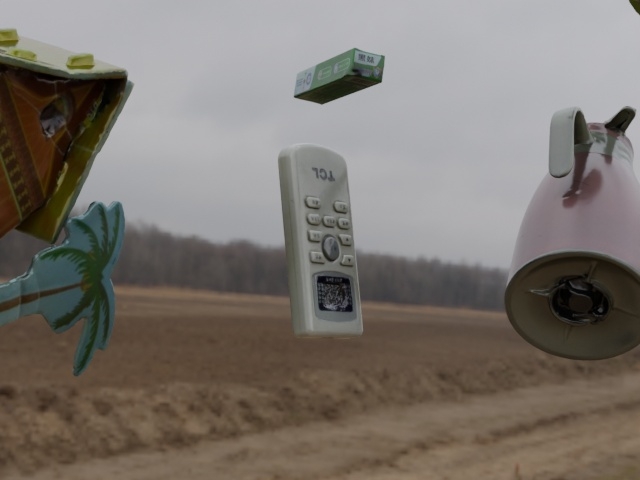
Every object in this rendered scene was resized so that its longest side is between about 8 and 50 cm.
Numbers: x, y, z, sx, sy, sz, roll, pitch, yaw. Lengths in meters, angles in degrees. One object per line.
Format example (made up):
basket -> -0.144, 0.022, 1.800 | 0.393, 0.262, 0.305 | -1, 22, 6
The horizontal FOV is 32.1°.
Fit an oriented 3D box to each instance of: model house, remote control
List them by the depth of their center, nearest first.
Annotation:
model house -> -0.342, -0.045, 1.017 | 0.300, 0.340, 0.323 | 21, 49, 27
remote control -> 0.000, 0.000, 1.074 | 0.029, 0.190, 0.087 | -14, -14, 38

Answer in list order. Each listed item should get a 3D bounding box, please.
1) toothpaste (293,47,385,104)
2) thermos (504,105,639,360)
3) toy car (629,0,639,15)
toothpaste -> 0.009, -0.094, 0.639 | 0.020, 0.017, 0.083 | 10, -5, -23
thermos -> 0.276, -0.028, 1.163 | 0.146, 0.265, 0.176 | -10, -52, 25
toy car -> 0.266, -0.303, 0.830 | 0.235, 0.235, 0.145 | 6, -16, -26
